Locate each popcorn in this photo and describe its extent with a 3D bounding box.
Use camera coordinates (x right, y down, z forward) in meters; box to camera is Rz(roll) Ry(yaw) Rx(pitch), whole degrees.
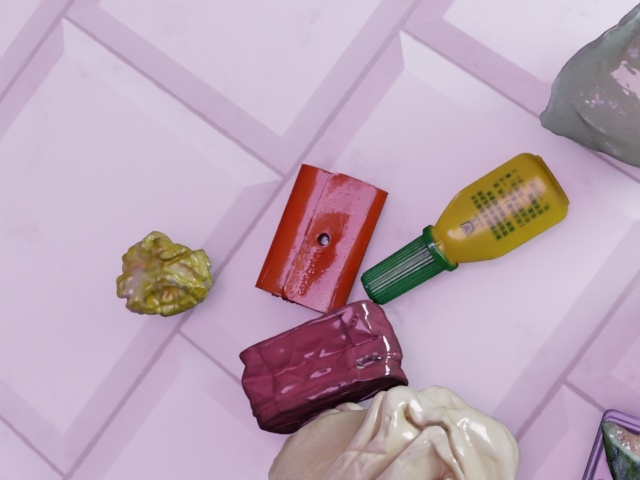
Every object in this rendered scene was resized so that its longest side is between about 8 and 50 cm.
[{"bbox_3d":[-0.231,0.054,1.482,0.145,0.126,0.126,-24,66,35],"label":"popcorn"}]

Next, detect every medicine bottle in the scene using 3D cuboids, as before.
[{"bbox_3d":[0.195,-0.007,1.402,0.309,0.076,0.111,-31,74,7],"label":"medicine bottle"}]

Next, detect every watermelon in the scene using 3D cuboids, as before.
[{"bbox_3d":[0.403,0.301,1.221,0.080,0.101,0.155,-6,87,1],"label":"watermelon"}]

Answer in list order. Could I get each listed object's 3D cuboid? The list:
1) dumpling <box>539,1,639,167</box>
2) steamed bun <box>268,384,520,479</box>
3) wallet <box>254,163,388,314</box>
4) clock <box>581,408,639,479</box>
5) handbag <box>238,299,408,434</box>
[{"bbox_3d":[0.461,-0.224,1.313,0.320,0.212,0.270,-41,110,-9],"label":"dumpling"},{"bbox_3d":[0.088,0.325,1.265,0.289,0.203,0.276,26,116,-6],"label":"steamed bun"},{"bbox_3d":[0.000,0.000,1.469,0.142,0.045,0.204,20,87,17],"label":"wallet"},{"bbox_3d":[0.410,0.330,1.289,0.144,0.073,0.193,18,85,17],"label":"clock"},{"bbox_3d":[0.005,0.180,1.386,0.225,0.146,0.135,-22,70,11],"label":"handbag"}]
